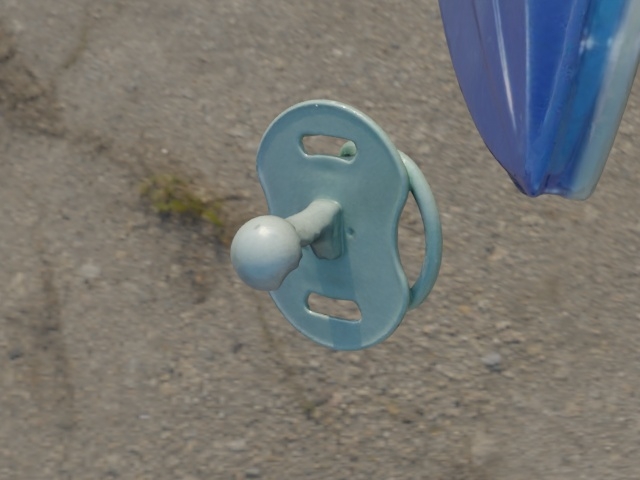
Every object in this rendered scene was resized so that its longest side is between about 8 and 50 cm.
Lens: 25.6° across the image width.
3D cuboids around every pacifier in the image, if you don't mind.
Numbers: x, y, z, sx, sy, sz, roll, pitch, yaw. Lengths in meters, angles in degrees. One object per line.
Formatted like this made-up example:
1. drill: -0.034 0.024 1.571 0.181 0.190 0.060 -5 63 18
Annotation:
1. pacifier: 0.000 0.000 0.793 0.126 0.116 0.150 17 113 30

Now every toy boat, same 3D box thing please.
1. toy boat: 0.078 -0.133 0.382 0.088 0.129 0.295 14 59 -3
